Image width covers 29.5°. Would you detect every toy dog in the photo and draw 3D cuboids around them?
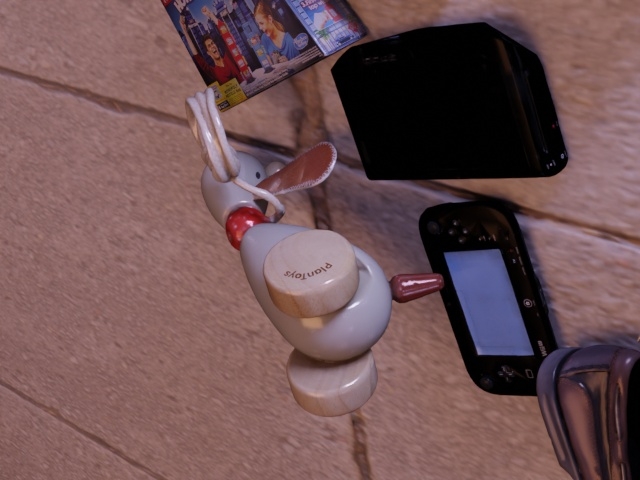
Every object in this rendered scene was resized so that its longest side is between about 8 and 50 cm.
[{"bbox_3d":[0.000,0.000,1.166,0.220,0.161,0.333,90,158,-58],"label":"toy dog"}]

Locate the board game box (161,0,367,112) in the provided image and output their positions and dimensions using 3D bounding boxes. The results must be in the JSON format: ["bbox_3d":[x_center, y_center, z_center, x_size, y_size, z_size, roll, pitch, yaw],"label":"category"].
[{"bbox_3d":[-0.073,-0.241,1.149,0.194,0.060,0.194,-17,102,54],"label":"board game box"}]

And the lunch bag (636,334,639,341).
[{"bbox_3d":[0.361,0.104,0.858,0.279,0.108,0.224,26,135,36],"label":"lunch bag"}]

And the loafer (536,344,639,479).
[{"bbox_3d":[0.287,0.229,1.054,0.095,0.109,0.302,-19,99,50],"label":"loafer"}]

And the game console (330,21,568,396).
[{"bbox_3d":[0.141,-0.017,1.084,0.213,0.044,0.361,2,118,50],"label":"game console"}]
